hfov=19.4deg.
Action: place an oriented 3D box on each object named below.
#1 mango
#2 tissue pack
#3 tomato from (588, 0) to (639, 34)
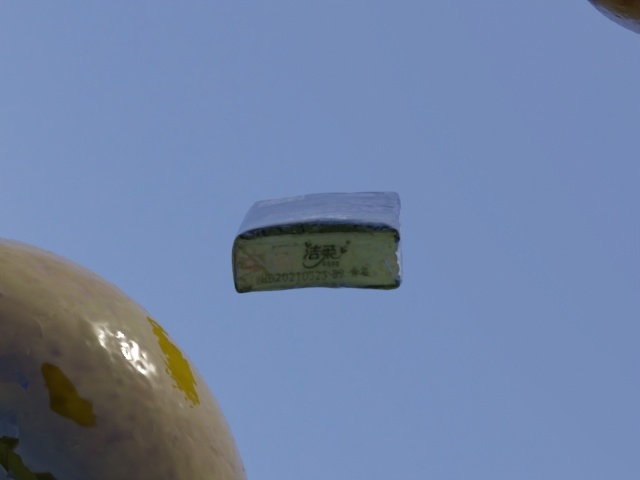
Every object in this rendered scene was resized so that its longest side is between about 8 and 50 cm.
[{"bbox_3d":[-0.156,0.198,1.084,0.445,0.301,0.220,50,-30,-5],"label":"mango"},{"bbox_3d":[0.000,0.000,1.288,0.156,0.112,0.051,-74,160,-80],"label":"tissue pack"},{"bbox_3d":[0.175,-0.153,0.886,0.166,0.174,0.082,12,-39,-13],"label":"tomato"}]
